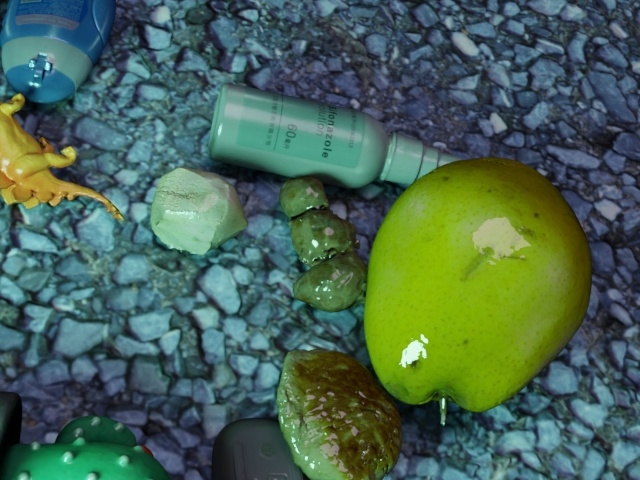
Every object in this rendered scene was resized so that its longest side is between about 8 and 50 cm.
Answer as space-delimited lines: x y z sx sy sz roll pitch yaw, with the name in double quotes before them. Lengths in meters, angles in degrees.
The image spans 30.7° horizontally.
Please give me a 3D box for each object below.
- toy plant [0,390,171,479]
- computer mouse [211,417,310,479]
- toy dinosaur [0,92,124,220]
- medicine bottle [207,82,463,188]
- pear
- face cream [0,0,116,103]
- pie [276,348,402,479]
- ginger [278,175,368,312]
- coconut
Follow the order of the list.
"toy plant" -0.312 0.250 1.207 0.400 0.279 0.185 9 94 -2
"computer mouse" -0.060 0.308 1.324 0.120 0.057 0.232 3 51 -18
"toy dinosaur" -0.384 -0.101 1.499 0.288 0.070 0.117 46 56 5
"medicine bottle" 0.025 -0.130 1.617 0.352 0.110 0.110 11 54 -9
"pear" 0.187 0.059 1.459 0.285 0.285 0.336 37 84 10
"face cream" -0.368 -0.298 1.629 0.149 0.083 0.264 7 55 -3
"pie" 0.020 0.209 1.381 0.163 0.079 0.193 -10 63 -42
"ginger" 0.000 0.000 1.540 0.104 0.080 0.204 -10 62 -8
"coconut" -0.154 -0.035 1.503 0.124 0.110 0.110 15 53 1
